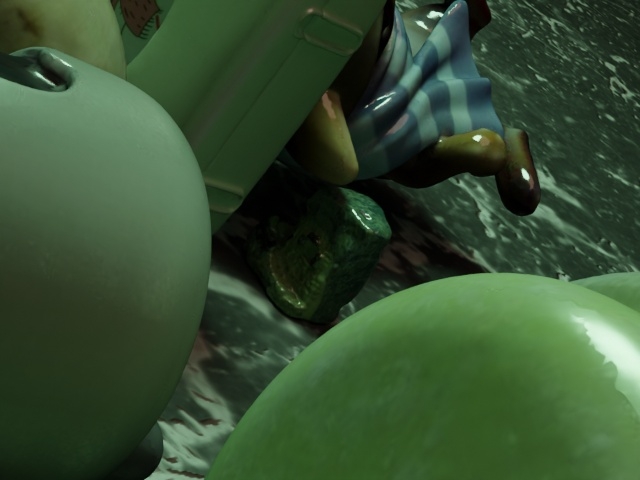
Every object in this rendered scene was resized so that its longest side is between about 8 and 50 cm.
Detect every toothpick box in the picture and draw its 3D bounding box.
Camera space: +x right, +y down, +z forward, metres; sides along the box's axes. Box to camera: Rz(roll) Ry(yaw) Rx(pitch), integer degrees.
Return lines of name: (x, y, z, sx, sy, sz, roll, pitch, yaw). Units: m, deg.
toothpick box: (-0.186, 0.011, 0.648, 0.316, 0.229, 0.229, 21, 28, -36)

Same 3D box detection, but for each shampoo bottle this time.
shampoo bottle: (0.122, 0.177, 0.598, 0.317, 0.322, 0.322, 26, 25, -34)

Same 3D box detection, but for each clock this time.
clock: (-0.131, -0.174, 0.975, 0.324, 0.265, 0.109, 46, 18, 26)

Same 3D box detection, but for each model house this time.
model house: (0.000, 0.000, 1.050, 0.066, 0.083, 0.078, 13, 34, -39)

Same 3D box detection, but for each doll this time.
doll: (0.023, -0.152, 1.144, 0.318, 0.209, 0.340, 45, 13, 22)

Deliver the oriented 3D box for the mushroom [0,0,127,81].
mushroom: (-0.198, -0.091, 0.811, 0.206, 0.206, 0.209, 33, 29, -8)
